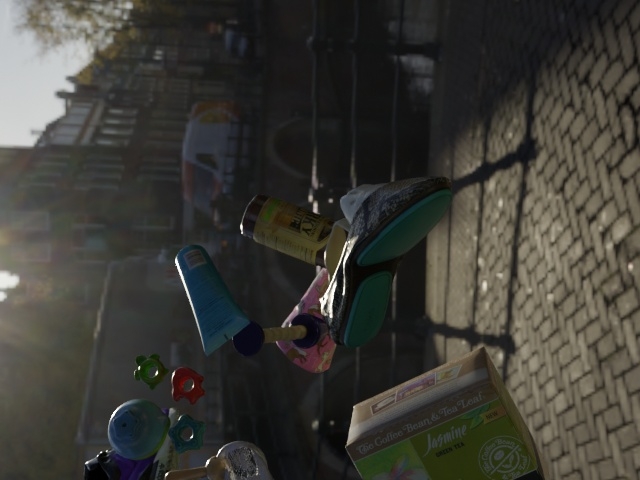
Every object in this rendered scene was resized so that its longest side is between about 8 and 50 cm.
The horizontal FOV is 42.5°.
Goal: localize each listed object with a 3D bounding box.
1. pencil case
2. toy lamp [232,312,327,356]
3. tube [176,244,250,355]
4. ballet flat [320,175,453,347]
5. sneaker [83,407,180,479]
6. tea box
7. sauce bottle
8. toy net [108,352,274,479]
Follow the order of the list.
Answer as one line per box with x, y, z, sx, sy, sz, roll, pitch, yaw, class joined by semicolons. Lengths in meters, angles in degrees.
0.043;0.130;1.978;0.386;0.160;0.167;-59;24;18;pencil case
-0.072;0.190;1.692;0.275;0.080;0.080;7;-96;-61;toy lamp
-0.171;0.084;1.261;0.052;0.080;0.207;42;-170;-41;tube
0.087;0.011;1.563;0.182;0.164;0.482;55;144;28;ballet flat
-0.315;0.368;1.369;0.293;0.146;0.102;-96;8;-70;sneaker
0.274;0.455;1.733;0.323;0.329;0.220;60;-168;-7;tea box
0.000;0.000;1.793;0.111;0.345;0.111;20;-90;-77;sauce bottle
-0.129;0.221;0.909;0.122;0.232;0.045;-60;-21;-13;toy net
